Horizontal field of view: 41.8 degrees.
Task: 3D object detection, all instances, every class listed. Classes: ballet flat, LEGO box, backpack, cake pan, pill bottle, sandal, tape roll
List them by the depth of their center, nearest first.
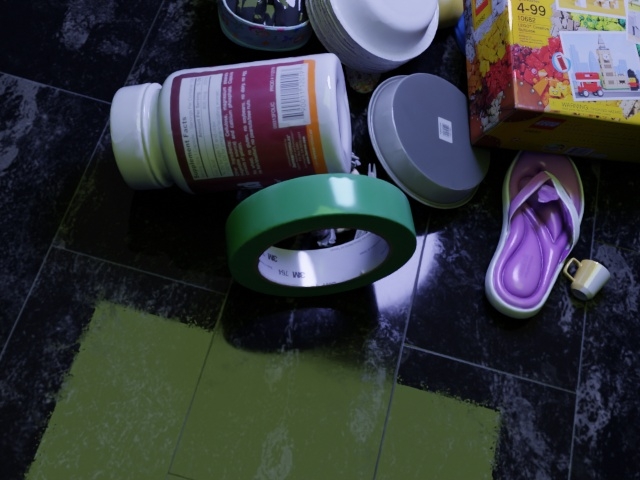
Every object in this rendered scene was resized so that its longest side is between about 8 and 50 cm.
[{"bbox_3d":[0.000,0.000,1.429,0.322,0.321,0.077,-4,64,-11],"label":"tape roll"},{"bbox_3d":[-0.152,-0.198,1.482,0.393,0.224,0.224,-5,62,9],"label":"pill bottle"},{"bbox_3d":[0.436,-0.037,1.637,0.170,0.102,0.416,18,61,0],"label":"sandal"},{"bbox_3d":[0.225,-0.206,1.654,0.293,0.054,0.293,15,62,-30],"label":"cake pan"},{"bbox_3d":[0.555,-0.372,1.694,0.501,0.193,0.372,4,75,-17],"label":"LEGO box"},{"bbox_3d":[-0.108,-0.517,1.751,0.225,0.191,0.253,3,66,-10],"label":"backpack"},{"bbox_3d":[0.103,-0.430,1.804,0.091,0.077,0.240,12,62,-5],"label":"ballet flat"}]

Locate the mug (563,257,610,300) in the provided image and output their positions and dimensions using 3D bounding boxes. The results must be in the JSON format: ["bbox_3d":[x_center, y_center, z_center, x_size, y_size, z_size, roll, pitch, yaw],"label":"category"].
[{"bbox_3d":[0.509,0.077,1.619,0.078,0.062,0.064,28,70,29],"label":"mug"}]

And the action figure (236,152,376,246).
[{"bbox_3d":[-0.007,-0.084,1.590,0.285,0.099,0.185,12,80,7],"label":"action figure"}]

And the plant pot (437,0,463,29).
[{"bbox_3d":[0.261,-0.523,1.857,0.095,0.134,0.134,12,60,-24],"label":"plant pot"}]

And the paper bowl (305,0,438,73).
[{"bbox_3d":[0.121,-0.493,1.688,0.284,0.148,0.284,6,78,-31],"label":"paper bowl"}]

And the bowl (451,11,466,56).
[{"bbox_3d":[0.494,-0.505,1.903,0.392,0.077,0.390,4,62,-7],"label":"bowl"}]

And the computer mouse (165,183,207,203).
[{"bbox_3d":[-0.245,-0.198,1.641,0.184,0.060,0.262,30,63,8],"label":"computer mouse"}]

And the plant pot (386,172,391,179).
[{"bbox_3d":[0.156,-0.165,1.681,0.083,0.083,0.079,-2,75,-10],"label":"plant pot"}]
